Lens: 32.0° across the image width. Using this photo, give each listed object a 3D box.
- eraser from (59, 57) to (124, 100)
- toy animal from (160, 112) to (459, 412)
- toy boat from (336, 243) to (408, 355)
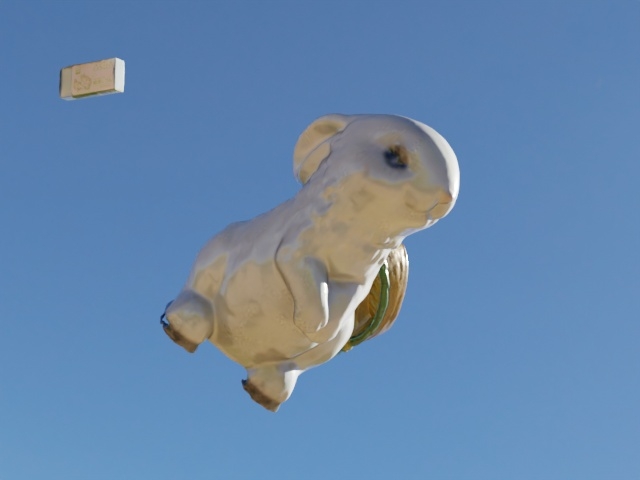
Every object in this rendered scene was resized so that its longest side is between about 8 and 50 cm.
[{"bbox_3d":[-0.259,-0.181,1.261,0.083,0.038,0.019,-4,-7,31],"label":"eraser"},{"bbox_3d":[0.000,0.000,1.227,0.194,0.258,0.357,35,-73,-22],"label":"toy animal"},{"bbox_3d":[0.059,0.059,1.479,0.088,0.089,0.230,-7,-53,-30],"label":"toy boat"}]
